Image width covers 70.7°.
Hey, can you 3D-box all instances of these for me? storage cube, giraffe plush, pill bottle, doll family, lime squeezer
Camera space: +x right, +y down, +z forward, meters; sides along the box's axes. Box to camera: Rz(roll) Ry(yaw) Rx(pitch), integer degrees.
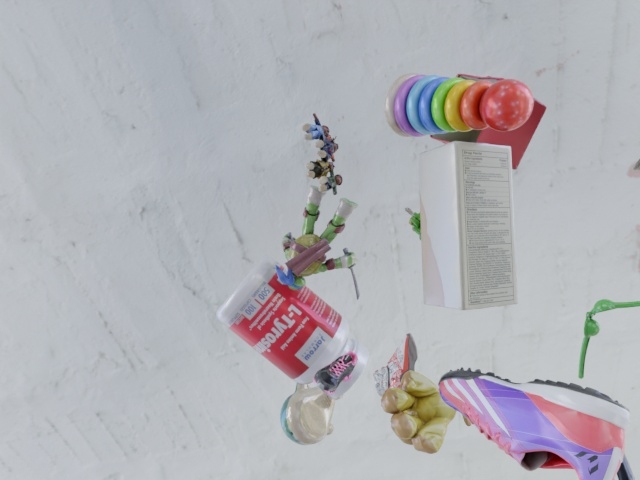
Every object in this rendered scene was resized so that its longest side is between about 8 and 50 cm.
[{"bbox_3d":[0.460,-0.327,1.254,0.193,0.183,0.215,13,-75,-32],"label":"storage cube"},{"bbox_3d":[0.238,0.423,1.092,0.210,0.182,0.171,-13,-33,-25],"label":"giraffe plush"},{"bbox_3d":[-0.071,0.251,1.278,0.407,0.229,0.229,40,-66,-5],"label":"pill bottle"},{"bbox_3d":[0.008,-0.206,1.082,0.075,0.111,0.193,8,-71,28],"label":"doll family"},{"bbox_3d":[0.763,0.230,1.210,0.110,0.058,0.311,42,-60,23],"label":"lime squeezer"}]

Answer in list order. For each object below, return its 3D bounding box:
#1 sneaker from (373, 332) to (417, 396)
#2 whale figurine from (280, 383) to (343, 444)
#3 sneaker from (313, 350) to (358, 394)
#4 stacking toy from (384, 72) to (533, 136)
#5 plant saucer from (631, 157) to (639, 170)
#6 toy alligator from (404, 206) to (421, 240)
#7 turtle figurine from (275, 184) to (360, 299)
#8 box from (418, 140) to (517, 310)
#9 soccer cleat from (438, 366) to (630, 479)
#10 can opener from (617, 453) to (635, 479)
[{"bbox_3d":[0.265,0.443,1.619,0.144,0.270,0.090,-21,-67,24],"label":"sneaker"},{"bbox_3d":[-0.032,0.577,1.560,0.141,0.272,0.216,-28,-85,40],"label":"whale figurine"},{"bbox_3d":[0.030,0.218,0.766,0.047,0.119,0.057,38,-72,18],"label":"sneaker"},{"bbox_3d":[0.274,-0.266,0.904,0.141,0.330,0.141,-9,-69,-26],"label":"stacking toy"},{"bbox_3d":[0.974,-0.307,1.248,0.041,0.277,0.278,37,-59,23],"label":"plant saucer"},{"bbox_3d":[0.272,-0.053,1.213,0.051,0.056,0.190,-44,-36,-2],"label":"toy alligator"},{"bbox_3d":[0.000,0.000,1.217,0.274,0.197,0.267,10,-73,-43],"label":"turtle figurine"},{"bbox_3d":[0.289,-0.028,0.893,0.147,0.121,0.312,0,-92,-24],"label":"box"},{"bbox_3d":[0.273,0.261,0.654,0.108,0.117,0.318,28,-20,-17],"label":"soccer cleat"},{"bbox_3d":[0.434,0.348,0.663,0.059,0.186,0.073,-10,-51,25],"label":"can opener"}]
